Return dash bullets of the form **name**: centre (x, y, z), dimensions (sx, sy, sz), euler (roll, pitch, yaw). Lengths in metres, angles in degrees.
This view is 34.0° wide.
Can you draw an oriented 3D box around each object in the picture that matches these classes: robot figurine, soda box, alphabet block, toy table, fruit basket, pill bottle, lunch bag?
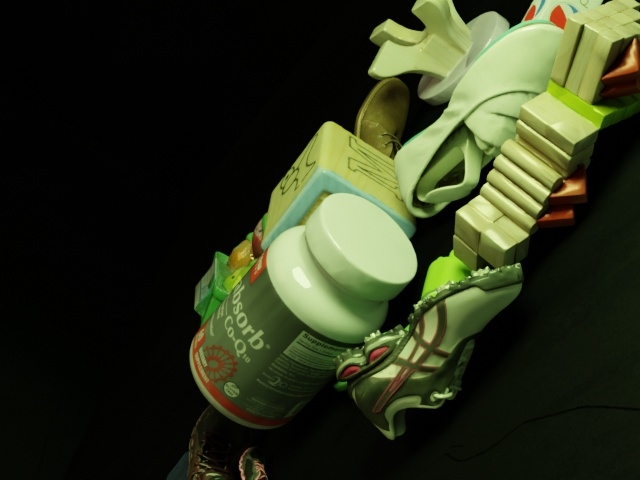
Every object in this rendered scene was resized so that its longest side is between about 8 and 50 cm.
- **robot figurine**: centre (0.163, 0.068, 1.320), dimensions (0.101, 0.067, 0.115), euler (-30, 29, 39)
- **soda box**: centre (0.353, -0.340, 1.513), dimensions (0.216, 0.074, 0.069), euler (-60, 14, -8)
- **alphabet block**: centre (0.033, -0.049, 1.754), dimensions (0.192, 0.193, 0.197), euler (-50, 16, 26)
- **toy table**: centre (0.204, -0.362, 1.899), dimensions (0.274, 0.161, 0.252), euler (-32, 30, 59)
- **fruit basket**: centre (-0.126, 0.032, 2.133), dimensions (0.353, 0.165, 0.327), euler (-63, 13, 14)
- **pill bottle**: centre (-0.028, 0.108, 1.591), dimensions (0.363, 0.210, 0.210), euler (-49, 17, 32)
- **lunch bag**: centre (-0.231, 0.438, 1.893), dimensions (0.098, 0.065, 0.067), euler (-52, 31, 19)

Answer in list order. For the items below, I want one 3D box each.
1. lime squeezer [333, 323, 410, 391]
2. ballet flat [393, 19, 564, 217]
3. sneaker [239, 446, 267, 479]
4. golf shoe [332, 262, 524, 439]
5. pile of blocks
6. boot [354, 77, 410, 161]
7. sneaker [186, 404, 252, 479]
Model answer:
- **lime squeezer**: centre (0.083, 0.154, 1.438), dimensions (0.310, 0.059, 0.110), euler (-48, 18, 39)
- **ballet flat**: centre (0.229, -0.148, 1.480), dimensions (0.400, 0.139, 0.139), euler (-46, 18, 54)
- **sneaker**: centre (-0.100, 0.371, 1.639), dimensions (0.057, 0.047, 0.119), euler (-40, 30, 35)
- **golf shoe**: centre (0.144, 0.125, 1.221), dimensions (0.273, 0.120, 0.105), euler (-40, -18, 31)
- **pile of blocks**: centre (0.291, -0.098, 1.214), dimensions (0.112, 0.149, 0.362), euler (44, 118, 32)
- **boot**: centre (0.121, -0.171, 1.944), dimensions (0.115, 0.112, 0.305), euler (-6, 59, 52)
- **sneaker**: centre (-0.163, 0.369, 1.681), dimensions (0.162, 0.106, 0.281), euler (118, 166, -60)
